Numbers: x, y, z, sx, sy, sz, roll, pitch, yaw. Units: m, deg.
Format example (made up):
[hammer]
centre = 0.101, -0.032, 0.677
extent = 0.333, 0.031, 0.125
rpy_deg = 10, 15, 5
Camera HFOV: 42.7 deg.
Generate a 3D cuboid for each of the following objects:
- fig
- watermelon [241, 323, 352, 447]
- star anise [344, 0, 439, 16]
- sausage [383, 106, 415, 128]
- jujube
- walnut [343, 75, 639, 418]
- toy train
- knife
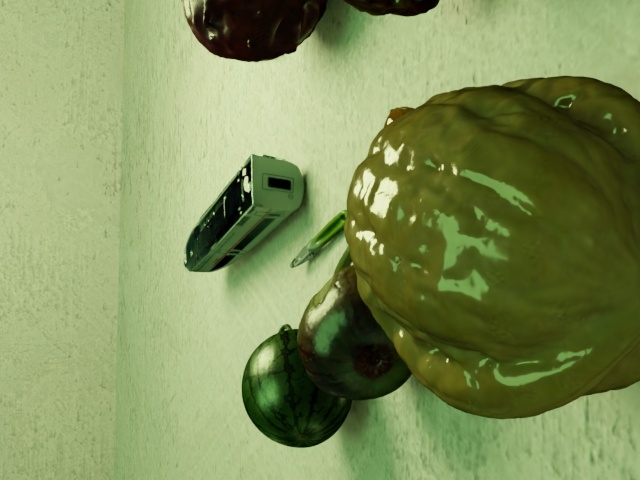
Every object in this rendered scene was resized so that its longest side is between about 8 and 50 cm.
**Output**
[fig]
centre = 0.036, 0.069, 0.927
extent = 0.245, 0.149, 0.149
rpy_deg = -105, 26, -62
[watermelon]
centre = -0.033, 0.170, 1.042
extent = 0.187, 0.141, 0.140
rpy_deg = -106, 30, -43
[star anise]
centre = 0.103, -0.310, 0.769
extent = 0.126, 0.190, 0.220
rpy_deg = 29, 121, 19
[sausage]
centre = 0.107, -0.074, 0.853
extent = 0.062, 0.054, 0.183
rpy_deg = 70, -178, -55
[jujube]
centre = -0.079, -0.431, 1.089
extent = 0.258, 0.258, 0.376
rpy_deg = -132, 37, -58
[walnut]
centre = 0.139, 0.001, 0.568
extent = 0.257, 0.224, 0.257
rpy_deg = -36, 40, 38
[toy train]
centre = -0.140, -0.025, 1.362
extent = 0.407, 0.088, 0.086
rpy_deg = 144, 126, -61
[knife]
centre = 0.000, 0.000, 1.128
extent = 0.022, 0.026, 0.184
rpy_deg = 48, 146, 0
